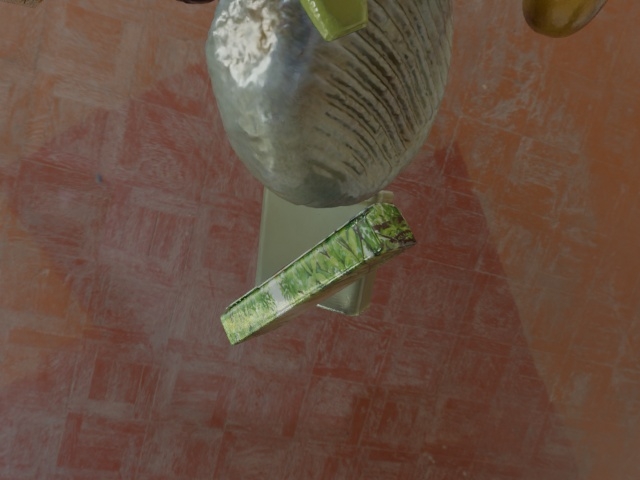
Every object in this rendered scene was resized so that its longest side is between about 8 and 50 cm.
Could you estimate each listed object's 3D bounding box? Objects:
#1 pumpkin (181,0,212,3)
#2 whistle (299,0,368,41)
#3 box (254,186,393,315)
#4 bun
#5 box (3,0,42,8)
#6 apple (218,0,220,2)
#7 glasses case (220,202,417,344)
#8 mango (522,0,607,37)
[{"bbox_3d":[-0.308,-0.751,1.069,0.296,0.296,0.295,-2,100,-11],"label":"pumpkin"},{"bbox_3d":[-0.029,-0.228,0.239,0.105,0.085,0.227,-30,107,-17],"label":"whistle"},{"bbox_3d":[0.000,0.000,1.234,0.352,0.177,0.343,12,102,23],"label":"box"},{"bbox_3d":[0.015,-0.216,0.550,0.362,0.211,0.361,-33,134,-41],"label":"bun"},{"bbox_3d":[-0.785,-0.680,1.149,0.129,0.247,0.033,-32,107,13],"label":"box"},{"bbox_3d":[-0.176,-0.794,1.331,0.235,0.306,0.305,33,92,3],"label":"apple"},{"bbox_3d":[-0.014,0.048,0.558,0.272,0.095,0.062,-36,74,32],"label":"glasses case"},{"bbox_3d":[0.296,-0.355,0.495,0.099,0.136,0.227,9,125,22],"label":"mango"}]
